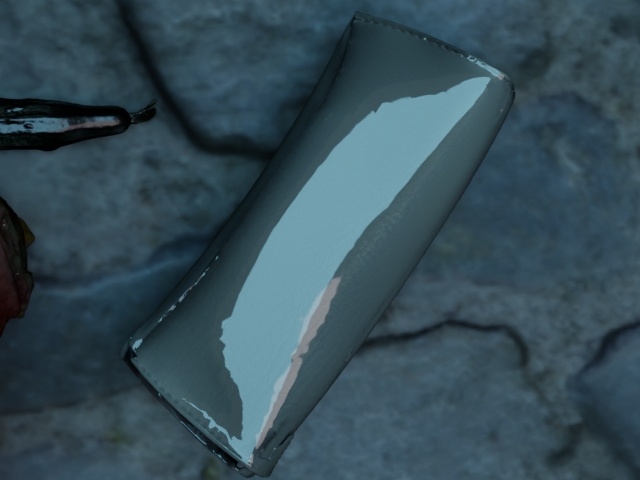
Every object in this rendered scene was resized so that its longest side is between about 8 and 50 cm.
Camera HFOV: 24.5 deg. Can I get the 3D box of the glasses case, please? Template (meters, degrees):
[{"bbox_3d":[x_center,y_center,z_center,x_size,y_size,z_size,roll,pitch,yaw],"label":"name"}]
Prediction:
[{"bbox_3d":[-0.002,-0.001,0.974,0.128,0.083,0.308,35,86,0],"label":"glasses case"}]

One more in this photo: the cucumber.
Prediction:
[{"bbox_3d":[-0.190,-0.076,0.974,0.163,0.043,0.039,1,128,-5],"label":"cucumber"}]

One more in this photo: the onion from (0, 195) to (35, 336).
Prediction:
[{"bbox_3d":[-0.305,0.103,0.839,0.420,0.398,0.398,-28,95,-50],"label":"onion"}]
